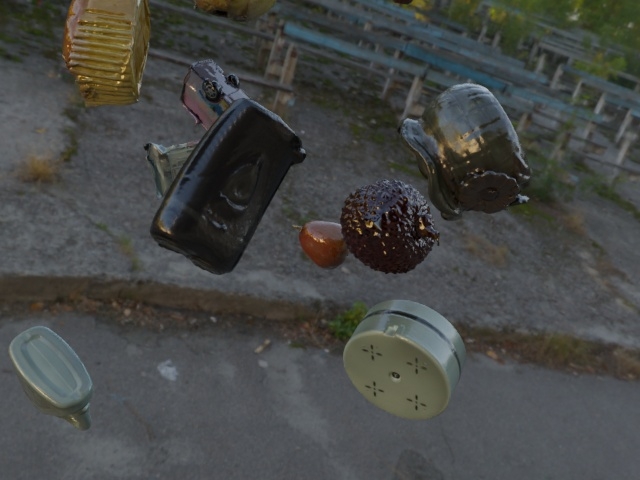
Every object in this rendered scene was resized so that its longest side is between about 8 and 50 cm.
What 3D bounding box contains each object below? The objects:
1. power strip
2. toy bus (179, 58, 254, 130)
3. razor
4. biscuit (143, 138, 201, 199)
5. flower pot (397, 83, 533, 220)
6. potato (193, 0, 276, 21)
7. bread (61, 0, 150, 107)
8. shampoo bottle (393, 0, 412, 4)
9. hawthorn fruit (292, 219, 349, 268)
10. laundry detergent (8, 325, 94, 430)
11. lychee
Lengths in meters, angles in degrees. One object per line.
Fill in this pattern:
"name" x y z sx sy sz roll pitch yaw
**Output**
"power strip" 0.246 0.357 1.769 0.357 0.358 0.161 25 42 15
"toy bus" -0.211 -0.297 1.497 0.317 0.138 0.112 46 37 2
"razor" -0.184 -0.108 1.221 0.204 0.349 0.113 38 -14 -33
"biscuit" -0.425 -0.268 2.027 0.309 0.186 0.079 -19 23 -24
"flower pot" 0.317 -0.176 1.308 0.302 0.213 0.302 56 15 -23
"potato" -0.194 -0.617 1.448 0.173 0.140 0.300 46 46 -8
"bread" -0.386 -0.368 1.098 0.133 0.179 0.250 5 65 -13
"shampoo bottle" 0.229 -0.729 1.550 0.067 0.236 0.068 -8 58 -8
"hawthorn fruit" 0.000 0.000 2.372 0.251 0.199 0.199 31 20 -3
"laundry detergent" -0.560 0.311 1.273 0.215 0.281 0.105 43 54 10
"lychee" 0.195 -0.037 1.651 0.300 0.265 0.264 11 12 34
